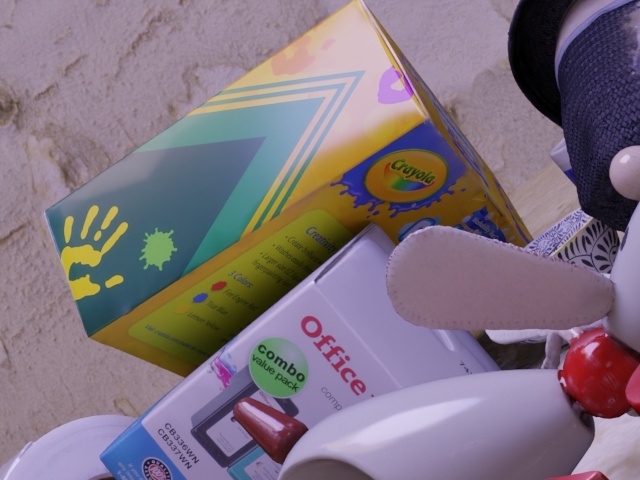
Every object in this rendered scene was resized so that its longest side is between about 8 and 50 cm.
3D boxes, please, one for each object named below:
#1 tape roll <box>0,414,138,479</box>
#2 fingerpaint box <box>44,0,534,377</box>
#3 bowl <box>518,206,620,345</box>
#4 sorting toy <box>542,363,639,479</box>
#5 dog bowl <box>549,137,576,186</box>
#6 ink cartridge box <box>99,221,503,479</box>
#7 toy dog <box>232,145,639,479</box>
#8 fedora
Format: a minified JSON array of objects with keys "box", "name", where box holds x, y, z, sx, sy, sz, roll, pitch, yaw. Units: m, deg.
[{"box":[-0.220,0.307,1.094,0.246,0.246,0.169,-40,1,-41],"name":"tape roll"},{"box":[0.000,0.000,1.214,0.371,0.163,0.445,-33,-29,12],"name":"fingerpaint box"},{"box":[0.217,0.043,1.041,0.170,0.080,0.170,-41,0,0],"name":"bowl"},{"box":[0.127,0.111,0.401,0.257,0.089,0.255,-41,0,4],"name":"sorting toy"},{"box":[0.439,-0.160,1.522,0.265,0.104,0.265,-41,0,0],"name":"dog bowl"},{"box":[-0.008,0.156,1.018,0.270,0.198,0.197,-41,-1,23],"name":"ink cartridge box"},{"box":[0.071,0.071,0.603,0.333,0.161,0.220,-40,-24,-4],"name":"toy dog"},{"box":[0.289,-0.098,0.891,0.334,0.334,0.153,-41,30,62],"name":"fedora"}]
